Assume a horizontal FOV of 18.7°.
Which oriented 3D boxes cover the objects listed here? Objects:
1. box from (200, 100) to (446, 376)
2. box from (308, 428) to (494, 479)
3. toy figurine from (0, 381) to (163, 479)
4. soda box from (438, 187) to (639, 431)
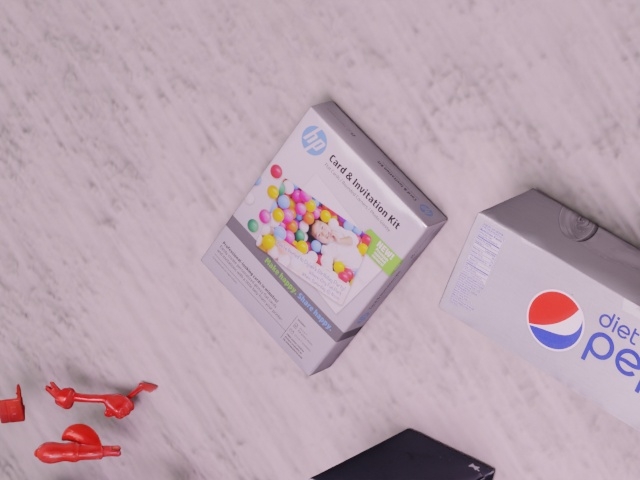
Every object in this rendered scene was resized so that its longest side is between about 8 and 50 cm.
[{"bbox_3d":[0.000,0.000,1.638,0.145,0.038,0.186,47,120,15],"label":"box"},{"bbox_3d":[0.051,0.258,1.592,0.093,0.156,0.158,25,113,27],"label":"box"},{"bbox_3d":[-0.213,0.332,1.778,0.217,0.191,0.362,91,167,-56],"label":"toy figurine"},{"bbox_3d":[0.239,0.073,1.463,0.286,0.098,0.091,32,118,24],"label":"soda box"}]
